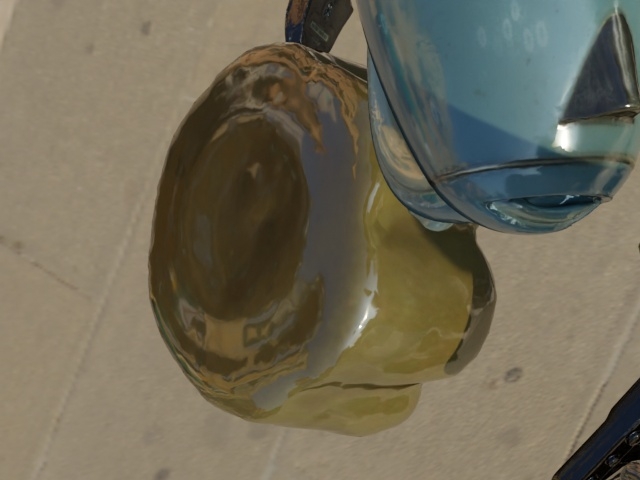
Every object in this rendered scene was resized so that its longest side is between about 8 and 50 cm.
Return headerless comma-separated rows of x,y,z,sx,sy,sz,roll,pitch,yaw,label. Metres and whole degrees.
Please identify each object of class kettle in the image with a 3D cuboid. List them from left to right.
0.125,-0.169,0.996,0.319,0.247,0.342,163,105,-64,kettle

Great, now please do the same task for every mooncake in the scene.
0.000,0.000,1.636,0.467,0.262,0.467,-13,73,50,mooncake

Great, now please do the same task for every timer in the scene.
0.325,0.196,1.367,0.187,0.144,0.055,-54,51,28,timer

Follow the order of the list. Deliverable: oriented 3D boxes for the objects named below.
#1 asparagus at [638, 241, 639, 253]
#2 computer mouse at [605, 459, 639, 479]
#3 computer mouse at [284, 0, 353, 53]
0.469,-0.056,1.796,0.041,0.045,0.178,25,69,-12,asparagus
0.303,0.190,0.662,0.373,0.203,0.114,14,83,-16,computer mouse
-0.012,-0.327,1.957,0.057,0.099,0.172,9,71,38,computer mouse
